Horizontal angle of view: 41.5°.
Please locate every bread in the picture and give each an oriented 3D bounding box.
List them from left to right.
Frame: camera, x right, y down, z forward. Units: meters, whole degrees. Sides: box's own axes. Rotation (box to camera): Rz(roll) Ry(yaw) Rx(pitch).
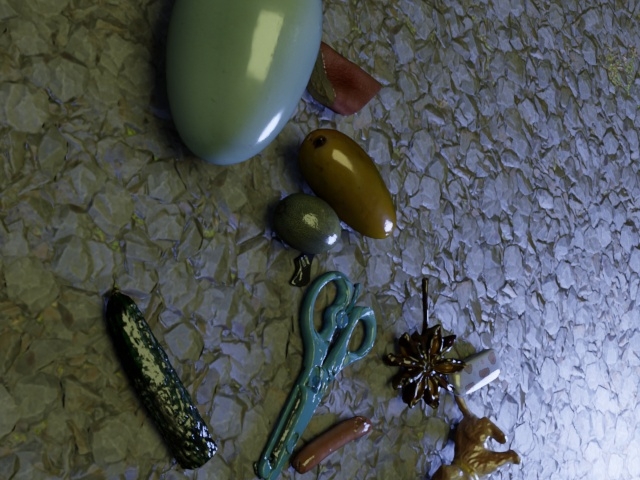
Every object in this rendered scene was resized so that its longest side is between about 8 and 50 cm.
[{"bbox_3d":[0.030,-0.280,1.519,0.192,0.067,0.119,30,59,-37],"label":"bread"}]

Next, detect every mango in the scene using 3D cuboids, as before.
[{"bbox_3d":[0.050,-0.097,1.476,0.113,0.138,0.253,-47,122,-10],"label":"mango"}]

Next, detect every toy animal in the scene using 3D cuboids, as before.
[{"bbox_3d":[0.268,0.423,1.670,0.185,0.104,0.184,-35,75,-20],"label":"toy animal"}]

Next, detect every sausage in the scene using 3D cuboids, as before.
[{"bbox_3d":[0.024,0.350,1.472,0.186,0.043,0.043,-22,100,-41],"label":"sausage"}]

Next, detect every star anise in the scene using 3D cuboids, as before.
[{"bbox_3d":[0.212,0.211,1.624,0.177,0.073,0.234,31,82,-27],"label":"star anise"}]

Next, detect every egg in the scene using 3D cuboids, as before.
[{"bbox_3d":[-0.118,-0.294,1.280,0.230,0.230,0.371,21,76,-39],"label":"egg"}]

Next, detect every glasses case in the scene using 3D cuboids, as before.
[{"bbox_3d":[0.319,0.270,1.741,0.164,0.041,0.063,-16,93,-43],"label":"glasses case"}]

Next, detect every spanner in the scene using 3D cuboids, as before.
[{"bbox_3d":[0.000,0.000,1.503,0.046,0.012,0.209,49,56,-28],"label":"spanner"}]

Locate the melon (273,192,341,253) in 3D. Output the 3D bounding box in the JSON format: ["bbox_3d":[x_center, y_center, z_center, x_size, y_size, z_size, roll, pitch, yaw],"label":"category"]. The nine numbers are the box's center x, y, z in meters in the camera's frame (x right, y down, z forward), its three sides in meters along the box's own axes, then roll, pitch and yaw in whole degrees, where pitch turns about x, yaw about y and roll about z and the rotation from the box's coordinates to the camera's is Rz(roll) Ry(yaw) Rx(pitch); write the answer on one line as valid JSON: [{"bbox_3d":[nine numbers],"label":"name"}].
[{"bbox_3d":[-0.022,-0.027,1.430,0.130,0.098,0.098,31,66,-41],"label":"melon"}]

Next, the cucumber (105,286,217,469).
[{"bbox_3d":[-0.242,0.202,1.233,0.067,0.067,0.294,-38,110,-37],"label":"cucumber"}]

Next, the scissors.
[{"bbox_3d":[-0.011,0.232,1.456,0.180,0.032,0.393,45,59,-29],"label":"scissors"}]
